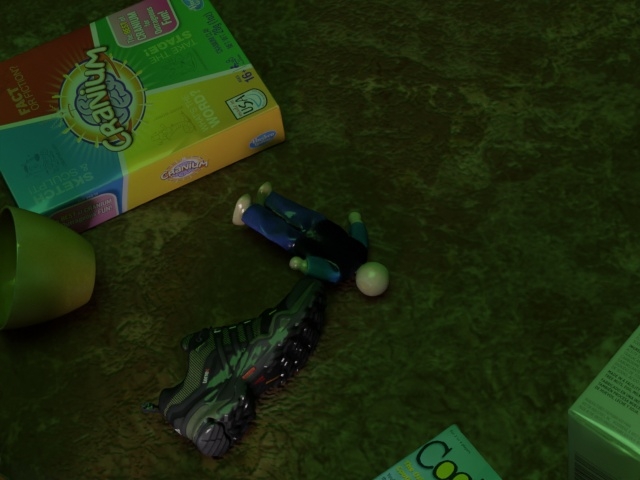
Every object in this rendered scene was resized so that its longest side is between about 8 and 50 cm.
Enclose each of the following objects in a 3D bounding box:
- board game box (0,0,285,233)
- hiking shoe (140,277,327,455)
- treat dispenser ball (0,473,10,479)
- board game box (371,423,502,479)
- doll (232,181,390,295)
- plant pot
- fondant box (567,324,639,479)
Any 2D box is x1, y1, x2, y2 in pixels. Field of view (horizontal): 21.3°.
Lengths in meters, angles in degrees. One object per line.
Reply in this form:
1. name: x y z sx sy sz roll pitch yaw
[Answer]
1. board game box: -0.235 -0.151 1.991 0.316 0.064 0.242 -26 56 -11
2. hiking shoe: -0.087 0.110 1.774 0.114 0.086 0.227 29 62 24
3. treat dispenser ball: -0.369 0.330 1.529 0.288 0.288 0.288 -3 55 5
4. board game box: 0.058 0.323 1.571 0.275 0.142 0.144 -32 58 -15
5. doll: 0.000 0.000 1.863 0.189 0.046 0.129 33 42 25
6. plant pot: -0.298 0.032 1.843 0.095 0.134 0.134 4 50 -24
7. fondant box: 0.364 0.130 1.612 0.096 0.238 0.330 33 64 27
